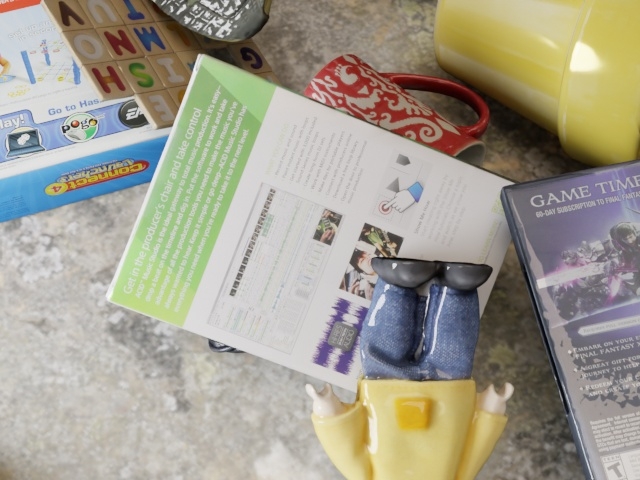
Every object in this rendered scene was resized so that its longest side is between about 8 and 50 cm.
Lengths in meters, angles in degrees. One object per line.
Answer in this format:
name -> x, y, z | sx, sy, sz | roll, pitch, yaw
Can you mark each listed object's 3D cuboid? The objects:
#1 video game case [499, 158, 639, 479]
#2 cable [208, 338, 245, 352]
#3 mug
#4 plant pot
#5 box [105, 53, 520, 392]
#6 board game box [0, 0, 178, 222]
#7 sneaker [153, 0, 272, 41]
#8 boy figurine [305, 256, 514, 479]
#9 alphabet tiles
video game case -> 0.277, 0.060, 0.865 | 0.196, 0.026, 0.274 | -11, 64, -3
cable -> -0.058, 0.028, 1.031 | 0.150, 0.047, 0.184 | 32, 70, 9
mug -> 0.078, -0.109, 1.082 | 0.169, 0.113, 0.150 | 41, 41, 20
plant pot -> 0.256, -0.215, 1.066 | 0.239, 0.254, 0.254 | 24, 65, 26
box -> 0.000, 0.000, 0.954 | 0.322, 0.058, 0.232 | 22, 92, -9
board game box -> -0.324, -0.176, 1.097 | 0.308, 0.086, 0.302 | -16, 66, -10
sneaker -> -0.118, -0.368, 1.144 | 0.158, 0.182, 0.410 | -40, 59, 26
boy figurine -> 0.073, 0.155, 0.901 | 0.177, 0.092, 0.285 | 7, 90, -8
alphabet tiles -> -0.158, -0.204, 1.072 | 0.237, 0.009, 0.198 | -20, 74, -48
